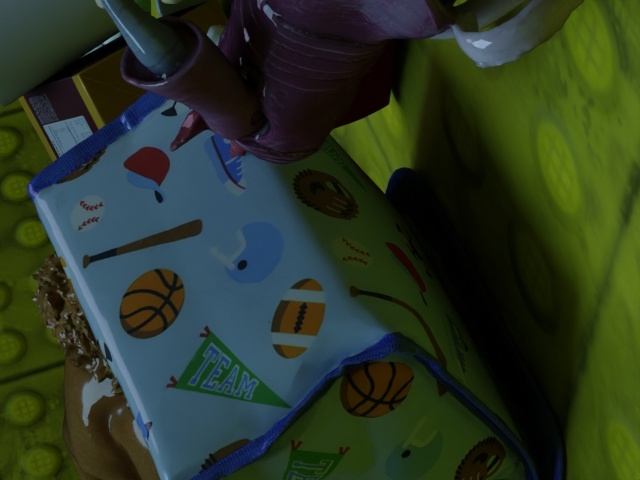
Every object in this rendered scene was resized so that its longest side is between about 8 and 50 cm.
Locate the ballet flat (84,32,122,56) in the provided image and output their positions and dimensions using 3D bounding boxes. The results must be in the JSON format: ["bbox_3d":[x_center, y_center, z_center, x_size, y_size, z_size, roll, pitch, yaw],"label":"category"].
[{"bbox_3d":[-0.230,-0.253,2.220,0.213,0.072,0.068,20,134,21],"label":"ballet flat"}]

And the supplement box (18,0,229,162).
[{"bbox_3d":[-0.202,-0.161,1.945,0.194,0.191,0.129,-4,116,60],"label":"supplement box"}]

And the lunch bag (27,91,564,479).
[{"bbox_3d":[0.012,0.082,1.307,0.385,0.239,0.328,44,-166,-51],"label":"lunch bag"}]

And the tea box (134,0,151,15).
[{"bbox_3d":[-0.385,-0.428,2.176,0.323,0.328,0.220,97,166,-67],"label":"tea box"}]

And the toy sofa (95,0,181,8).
[{"bbox_3d":[-0.191,-0.399,1.762,0.363,0.177,0.150,-117,15,-45],"label":"toy sofa"}]

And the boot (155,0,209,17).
[{"bbox_3d":[-0.156,-0.242,2.086,0.086,0.069,0.190,176,76,-75],"label":"boot"}]

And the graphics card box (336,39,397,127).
[{"bbox_3d":[-0.038,-0.299,1.381,0.233,0.094,0.371,93,156,-61],"label":"graphics card box"}]

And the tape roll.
[{"bbox_3d":[-0.339,-0.289,1.870,0.246,0.169,0.246,56,-175,-8],"label":"tape roll"}]

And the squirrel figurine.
[{"bbox_3d":[-0.098,0.157,1.642,0.370,0.281,0.397,39,160,54],"label":"squirrel figurine"}]

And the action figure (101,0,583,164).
[{"bbox_3d":[0.016,-0.146,1.035,0.276,0.248,0.370,45,141,11],"label":"action figure"}]
